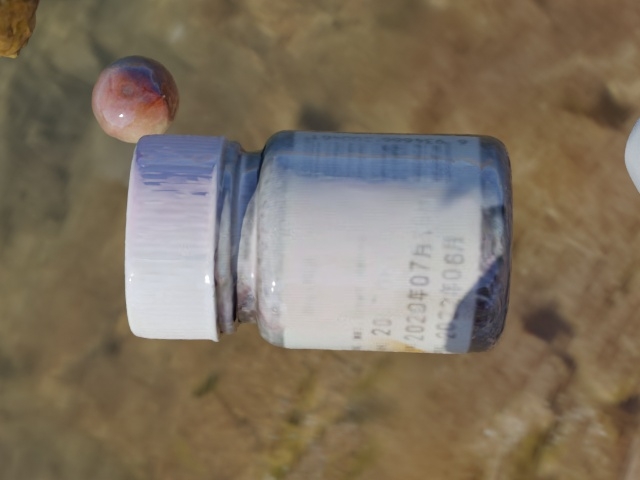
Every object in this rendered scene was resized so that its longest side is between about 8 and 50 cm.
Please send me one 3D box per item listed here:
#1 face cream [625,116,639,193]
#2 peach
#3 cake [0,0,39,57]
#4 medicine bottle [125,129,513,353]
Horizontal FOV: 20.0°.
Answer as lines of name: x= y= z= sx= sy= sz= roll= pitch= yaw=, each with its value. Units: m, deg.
face cream: x=0.225 y=-0.038 z=1.017 sx=0.091 sy=0.091 sz=0.095 roll=-52 pitch=52 yaw=6
peach: x=-0.168 y=-0.129 z=1.656 sx=0.083 sy=0.083 sz=0.083 roll=-6 pitch=76 yaw=23
cake: x=-0.363 y=-0.251 z=1.361 sx=0.196 sy=0.293 sz=0.199 roll=20 pitch=102 yaw=46
medicine bottle: x=0.000 y=0.000 z=1.335 sx=0.273 sy=0.165 sz=0.165 roll=1 pitch=78 yaw=2
